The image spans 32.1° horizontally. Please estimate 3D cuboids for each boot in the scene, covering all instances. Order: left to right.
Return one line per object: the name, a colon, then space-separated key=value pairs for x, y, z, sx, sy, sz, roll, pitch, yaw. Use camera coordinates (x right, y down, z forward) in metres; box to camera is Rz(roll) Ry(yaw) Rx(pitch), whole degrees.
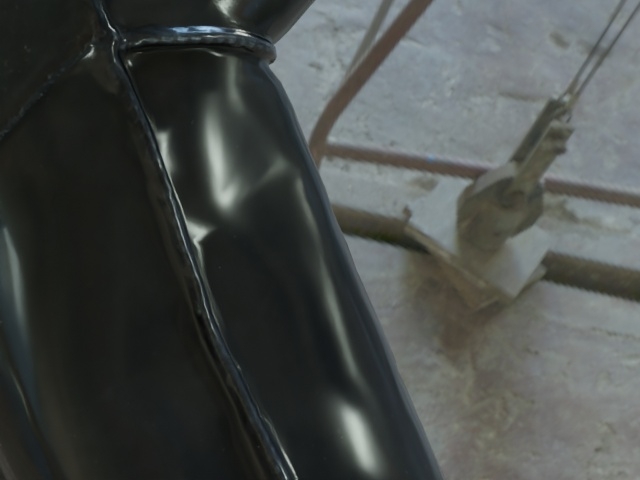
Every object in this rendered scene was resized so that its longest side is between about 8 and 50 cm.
boot: x=-0.002 y=0.001 z=0.534 sx=0.367 sy=0.146 sz=0.445 roll=-28 pitch=102 yaw=-25
